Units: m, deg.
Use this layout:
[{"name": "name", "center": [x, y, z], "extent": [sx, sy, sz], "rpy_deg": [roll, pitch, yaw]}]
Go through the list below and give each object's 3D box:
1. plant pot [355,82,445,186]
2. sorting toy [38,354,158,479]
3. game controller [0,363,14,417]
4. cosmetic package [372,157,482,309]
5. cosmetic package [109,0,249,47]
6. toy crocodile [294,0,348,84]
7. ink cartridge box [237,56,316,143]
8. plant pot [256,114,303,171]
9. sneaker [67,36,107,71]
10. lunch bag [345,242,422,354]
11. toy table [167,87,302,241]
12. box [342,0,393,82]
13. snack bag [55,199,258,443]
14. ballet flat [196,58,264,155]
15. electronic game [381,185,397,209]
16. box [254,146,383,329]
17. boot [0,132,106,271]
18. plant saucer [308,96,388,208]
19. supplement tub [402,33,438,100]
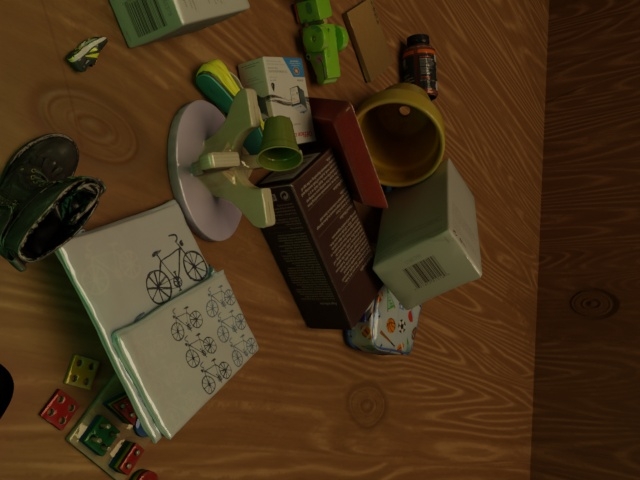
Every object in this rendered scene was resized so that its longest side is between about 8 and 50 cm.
[{"name": "plant pot", "center": [0.215, -0.310, 1.590], "extent": [0.254, 0.254, 0.239], "rpy_deg": [62, 28, -28]}, {"name": "sorting toy", "center": [-0.326, 0.302, 0.959], "extent": [0.274, 0.046, 0.132], "rpy_deg": [59, 44, -31]}, {"name": "game controller", "center": [-0.515, 0.164, 0.671], "extent": [0.166, 0.067, 0.319], "rpy_deg": [-57, 137, -20]}, {"name": "cosmetic package", "center": [0.273, -0.028, 1.490], "extent": [0.156, 0.217, 0.385], "rpy_deg": [51, 30, -19]}, {"name": "cosmetic package", "center": [-0.256, -0.448, 1.034], "extent": [0.184, 0.151, 0.151], "rpy_deg": [-41, 119, -48]}, {"name": "toy crocodile", "center": [-0.015, -0.550, 1.420], "extent": [0.115, 0.105, 0.340], "rpy_deg": [-34, 119, -50]}, {"name": "ink cartridge box", "center": [-0.094, -0.301, 1.296], "extent": [0.140, 0.082, 0.190], "rpy_deg": [-22, 103, -52]}, {"name": "plant pot", "center": [-0.075, -0.179, 1.057], "extent": [0.083, 0.083, 0.079], "rpy_deg": [26, 51, -49]}, {"name": "sneaker", "center": [-0.379, -0.307, 0.962], "extent": [0.083, 0.031, 0.035], "rpy_deg": [-54, 142, -35]}, {"name": "lunch bag", "center": [0.170, 0.154, 1.582], "extent": [0.243, 0.115, 0.303], "rpy_deg": [22, 70, -46]}, {"name": "toy table", "center": [-0.169, -0.141, 1.116], "extent": [0.252, 0.161, 0.274], "rpy_deg": [-31, 110, -50]}, {"name": "box", "center": [0.139, -0.577, 1.680], "extent": [0.164, 0.021, 0.201], "rpy_deg": [-49, 125, -43]}, {"name": "snack bag", "center": [-0.249, 0.104, 0.976], "extent": [0.342, 0.037, 0.323], "rpy_deg": [65, 25, -5]}, {"name": "ballet flat", "center": [-0.165, -0.272, 1.206], "extent": [0.231, 0.077, 0.077], "rpy_deg": [54, 40, -33]}, {"name": "electronic game", "center": [0.247, -0.131, 1.761], "extent": [0.229, 0.048, 0.229], "rpy_deg": [7, 81, -53]}, {"name": "box", "center": [0.000, 0.000, 1.348], "extent": [0.191, 0.143, 0.381], "rpy_deg": [-48, 122, -45]}, {"name": "boot", "center": [-0.362, -0.058, 0.790], "extent": [0.091, 0.229, 0.263], "rpy_deg": [53, 48, -36]}, {"name": "plant saucer", "center": [0.041, -0.201, 1.369], "extent": [0.048, 0.258, 0.259], "rpy_deg": [-29, 114, -13]}, {"name": "supplement tub", "center": [0.312, -0.540, 1.837], "extent": [0.106, 0.106, 0.197], "rpy_deg": [-2, 88, -53]}]
